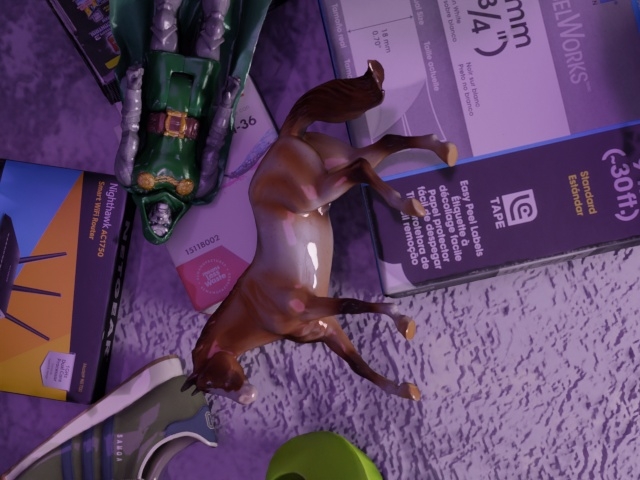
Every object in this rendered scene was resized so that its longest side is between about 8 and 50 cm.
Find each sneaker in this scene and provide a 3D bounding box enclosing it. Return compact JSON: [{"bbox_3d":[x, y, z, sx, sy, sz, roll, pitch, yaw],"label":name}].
[{"bbox_3d":[-0.164,0.176,1.077,0.192,0.064,0.086,-37,77,-3],"label":"sneaker"}]

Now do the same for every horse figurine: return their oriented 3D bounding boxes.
[{"bbox_3d":[0.000,0.000,1.000,0.174,0.066,0.263,12,101,31],"label":"horse figurine"}]

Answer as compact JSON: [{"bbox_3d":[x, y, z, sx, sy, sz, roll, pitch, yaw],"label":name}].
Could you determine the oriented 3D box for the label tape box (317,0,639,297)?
[{"bbox_3d":[0.184,-0.108,1.059,0.333,0.106,0.241,-13,84,4],"label":"label tape box"}]

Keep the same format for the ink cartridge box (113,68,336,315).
[{"bbox_3d":[-0.082,-0.055,1.094,0.115,0.067,0.198,-26,82,3],"label":"ink cartridge box"}]

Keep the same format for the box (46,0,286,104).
[{"bbox_3d":[-0.108,-0.268,1.109,0.270,0.060,0.216,-33,83,-6],"label":"box"}]

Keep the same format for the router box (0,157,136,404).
[{"bbox_3d":[-0.223,0.031,1.108,0.133,0.046,0.179,8,85,5],"label":"router box"}]

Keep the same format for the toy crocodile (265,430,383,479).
[{"bbox_3d":[0.054,0.298,1.024,0.105,0.115,0.341,-20,81,9],"label":"toy crocodile"}]

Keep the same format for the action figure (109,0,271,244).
[{"bbox_3d":[-0.102,-0.111,1.033,0.137,0.063,0.232,7,94,-7],"label":"action figure"}]
